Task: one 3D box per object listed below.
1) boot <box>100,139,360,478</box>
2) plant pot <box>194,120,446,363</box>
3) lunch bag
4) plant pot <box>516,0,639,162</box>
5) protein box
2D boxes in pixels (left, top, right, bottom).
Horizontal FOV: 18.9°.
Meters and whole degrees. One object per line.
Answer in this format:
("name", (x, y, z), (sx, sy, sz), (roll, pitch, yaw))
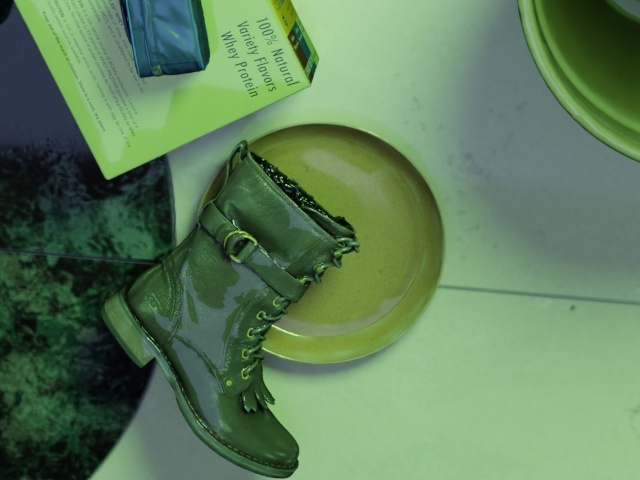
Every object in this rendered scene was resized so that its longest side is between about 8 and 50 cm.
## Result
("boot", (-0.051, 0.068, 1.761), (0.229, 0.091, 0.263), (-42, 98, 13))
("plant pot", (0.000, 0.000, 1.803), (0.236, 0.032, 0.236), (1, 107, 3))
("lunch bag", (-0.132, -0.186, 1.595), (0.065, 0.067, 0.098), (-8, 104, 5))
("plant pot", (0.314, -0.243, 1.592), (0.323, 0.280, 0.323), (1, 107, 2))
("protein box", (-0.135, -0.194, 1.699), (0.201, 0.136, 0.200), (-24, 103, 9))
